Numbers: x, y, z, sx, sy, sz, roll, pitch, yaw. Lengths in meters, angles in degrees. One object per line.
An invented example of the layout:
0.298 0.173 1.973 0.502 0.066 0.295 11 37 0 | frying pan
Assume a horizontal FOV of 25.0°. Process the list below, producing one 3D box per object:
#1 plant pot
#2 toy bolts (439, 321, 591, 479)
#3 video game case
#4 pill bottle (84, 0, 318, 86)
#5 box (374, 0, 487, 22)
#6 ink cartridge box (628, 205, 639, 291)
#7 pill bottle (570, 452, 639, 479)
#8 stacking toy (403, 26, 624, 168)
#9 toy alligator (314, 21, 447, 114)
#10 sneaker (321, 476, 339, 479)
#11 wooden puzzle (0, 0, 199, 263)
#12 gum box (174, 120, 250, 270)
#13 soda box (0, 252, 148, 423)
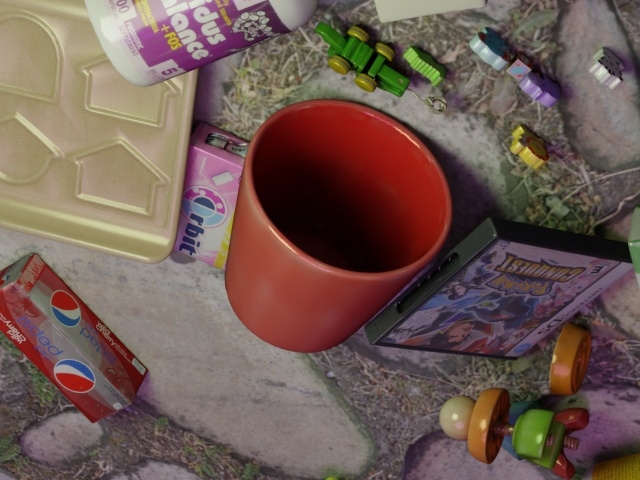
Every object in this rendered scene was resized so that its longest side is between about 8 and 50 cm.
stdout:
0.000 0.000 1.828 0.275 0.275 0.243 26 139 -3 | plant pot
0.273 0.219 1.980 0.158 0.218 0.228 13 162 24 | toy bolts
0.233 0.069 1.837 0.275 0.035 0.248 9 140 -39 | video game case
-0.108 -0.303 1.668 0.301 0.169 0.169 -20 118 14 | pill bottle
0.108 -0.379 1.573 0.127 0.148 0.232 -6 124 20 | box
0.486 0.057 1.814 0.154 0.093 0.212 -8 120 22 | ink cartridge box
0.442 0.363 2.036 0.208 0.117 0.117 -20 117 28 | pill bottle
0.231 -0.205 1.725 0.221 0.052 0.167 36 127 -10 | stacking toy
0.070 -0.207 1.777 0.189 0.056 0.051 33 170 -9 | toy alligator
-0.013 0.492 2.276 0.123 0.109 0.295 10 128 5 | sneaker
-0.318 -0.171 1.879 0.322 0.080 0.348 14 111 7 | wooden puzzle
-0.143 -0.062 1.937 0.107 0.062 0.188 23 128 0 | gum box
-0.383 0.146 2.151 0.092 0.083 0.263 -28 113 31 | soda box
